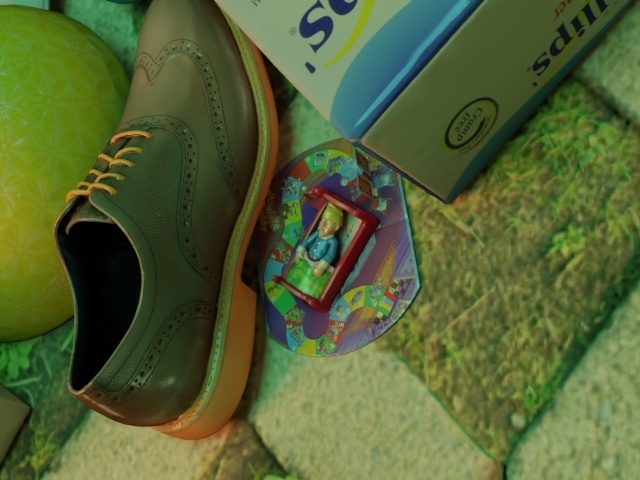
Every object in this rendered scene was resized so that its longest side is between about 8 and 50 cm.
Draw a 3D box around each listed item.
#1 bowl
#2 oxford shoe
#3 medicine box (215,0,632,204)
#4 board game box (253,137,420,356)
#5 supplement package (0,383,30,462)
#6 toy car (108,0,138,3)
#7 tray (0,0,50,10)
[{"bbox_3d":[-0.303,-0.064,1.317,0.289,0.156,0.289,-4,82,31],"label":"bowl"},{"bbox_3d":[-0.121,-0.041,1.218,0.130,0.132,0.364,-19,63,41],"label":"oxford shoe"},{"bbox_3d":[0.065,-0.224,1.156,0.263,0.149,0.289,-49,54,11],"label":"medicine box"},{"bbox_3d":[0.000,0.000,1.195,0.133,0.033,0.169,-21,63,27],"label":"board game box"},{"bbox_3d":[-0.420,0.129,1.342,0.293,0.177,0.175,30,93,37],"label":"supplement package"},{"bbox_3d":[-0.123,-0.356,1.330,0.238,0.219,0.210,-25,57,-9],"label":"toy car"},{"bbox_3d":[-0.291,-0.210,1.463,0.145,0.030,0.270,-16,66,30],"label":"tray"}]
